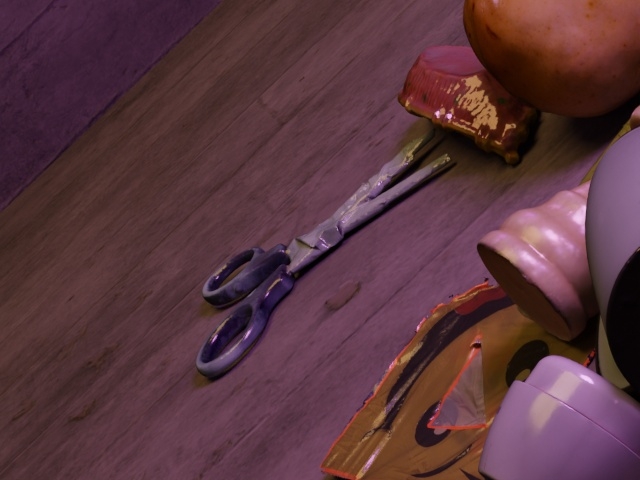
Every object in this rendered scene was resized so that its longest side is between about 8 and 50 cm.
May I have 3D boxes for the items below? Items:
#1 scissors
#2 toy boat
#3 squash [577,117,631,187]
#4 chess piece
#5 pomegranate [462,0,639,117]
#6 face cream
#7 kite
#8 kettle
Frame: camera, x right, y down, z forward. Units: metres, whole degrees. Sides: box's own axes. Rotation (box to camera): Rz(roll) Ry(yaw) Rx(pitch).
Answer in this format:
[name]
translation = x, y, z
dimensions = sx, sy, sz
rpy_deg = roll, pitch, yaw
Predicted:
[scissors]
translation = 0.000, 0.000, 2.036
dimensions = 0.383, 0.029, 0.256
rpy_deg = -37, 21, 17
[toy boat]
translation = 0.163, -0.162, 1.960
dimensions = 0.141, 0.099, 0.318
rpy_deg = -18, 18, -10
[squash]
translation = 0.295, -0.084, 1.560
dimensions = 0.201, 0.066, 0.066
rpy_deg = -44, 19, -1
[chess piece]
translation = 0.311, -0.087, 1.467
dimensions = 0.397, 0.117, 0.117
rpy_deg = -43, 19, -7
[pomegranate]
translation = 0.249, -0.231, 1.727
dimensions = 0.233, 0.233, 0.233
rpy_deg = -38, 20, 17
[face cream]
translation = 0.178, 0.148, 1.239
dimensions = 0.104, 0.117, 0.117
rpy_deg = -56, 21, -7
[kite]
translation = 0.146, 0.120, 1.515
dimensions = 0.377, 0.013, 0.327
rpy_deg = -33, 22, 20
[kettle]
translation = 0.265, 0.028, 1.284
dimensions = 0.236, 0.161, 0.221
rpy_deg = -90, 19, -65
